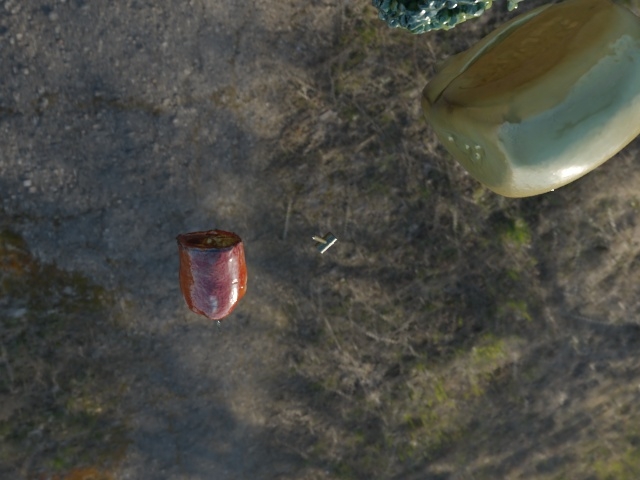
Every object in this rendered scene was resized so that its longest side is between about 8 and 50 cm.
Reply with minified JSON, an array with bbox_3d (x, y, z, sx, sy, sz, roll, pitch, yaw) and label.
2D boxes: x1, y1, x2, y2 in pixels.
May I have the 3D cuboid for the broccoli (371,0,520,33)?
[{"bbox_3d":[0.133,-0.424,0.880,0.348,0.280,0.293,33,136,-6],"label":"broccoli"}]

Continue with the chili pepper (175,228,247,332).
[{"bbox_3d":[-0.143,0.060,1.016,0.084,0.086,0.192,-29,141,-28],"label":"chili pepper"}]

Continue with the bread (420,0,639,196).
[{"bbox_3d":[0.409,-0.254,1.359,0.376,0.348,0.253,-40,122,-5],"label":"bread"}]

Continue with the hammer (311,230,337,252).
[{"bbox_3d":[0.000,0.000,1.213,0.035,0.019,0.110,-43,170,6],"label":"hammer"}]
